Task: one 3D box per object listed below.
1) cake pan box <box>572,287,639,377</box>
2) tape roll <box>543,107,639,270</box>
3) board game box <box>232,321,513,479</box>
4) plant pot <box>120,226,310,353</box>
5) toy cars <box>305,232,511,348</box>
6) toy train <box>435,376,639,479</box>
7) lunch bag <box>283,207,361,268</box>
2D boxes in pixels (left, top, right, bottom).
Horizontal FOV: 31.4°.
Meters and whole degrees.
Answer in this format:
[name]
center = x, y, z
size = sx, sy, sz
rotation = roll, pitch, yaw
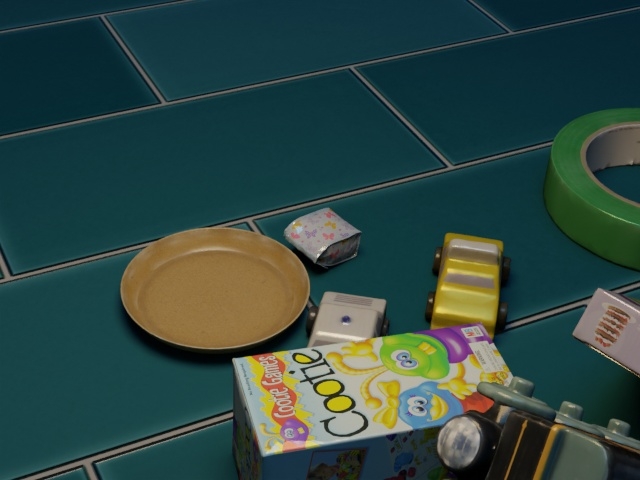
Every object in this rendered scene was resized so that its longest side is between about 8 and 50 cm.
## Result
[cake pan box]
center = 0.435, 0.151, 1.236
size = 0.267, 0.070, 0.245
rotation = 33, 13, 34
[tape roll]
center = 0.484, -0.076, 1.628
size = 0.321, 0.077, 0.321
rotation = 2, 38, -2
[board game box]
center = 0.056, 0.198, 1.185
size = 0.275, 0.144, 0.142
rotation = -7, 38, -14
[plant pot]
center = -0.131, 0.066, 1.434
size = 0.236, 0.032, 0.236
rotation = 1, 38, -1
[toy cars]
center = 0.109, 0.076, 1.393
size = 0.393, 0.087, 0.176
rotation = -25, 45, -31
[toy train]
center = 0.255, 0.232, 1.052
size = 0.334, 0.142, 0.190
rotation = 25, -4, -41
[lunch bag]
center = 0.000, 0.000, 1.513
size = 0.083, 0.053, 0.071
rotation = -20, 45, -42
